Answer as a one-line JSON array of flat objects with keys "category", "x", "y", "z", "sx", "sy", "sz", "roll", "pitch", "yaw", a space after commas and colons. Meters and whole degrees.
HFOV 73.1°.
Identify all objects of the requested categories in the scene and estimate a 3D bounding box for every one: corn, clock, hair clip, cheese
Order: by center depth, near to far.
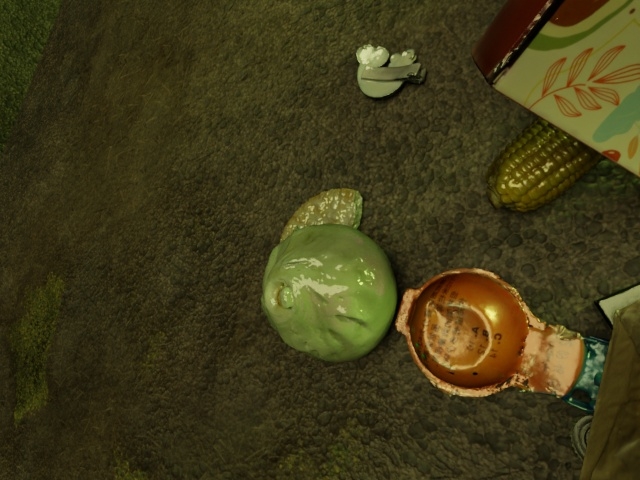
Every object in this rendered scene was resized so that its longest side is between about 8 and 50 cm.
[{"category": "clock", "x": 0.416, "y": 0.302, "z": 0.644, "sx": 0.074, "sy": 0.010, "sz": 0.083, "roll": -16, "pitch": 73, "yaw": 27}, {"category": "corn", "x": 0.415, "y": -0.178, "z": 0.676, "sx": 0.363, "sy": 0.120, "sz": 0.120, "roll": -41, "pitch": 63, "yaw": 16}, {"category": "cheese", "x": 0.276, "y": 0.160, "z": 0.686, "sx": 0.329, "sy": 0.129, "sz": 0.217, "roll": 14, "pitch": 89, "yaw": 31}, {"category": "hair clip", "x": 0.138, "y": -0.357, "z": 0.915, "sx": 0.172, "sy": 0.049, "sz": 0.116, "roll": 17, "pitch": 85, "yaw": 35}]

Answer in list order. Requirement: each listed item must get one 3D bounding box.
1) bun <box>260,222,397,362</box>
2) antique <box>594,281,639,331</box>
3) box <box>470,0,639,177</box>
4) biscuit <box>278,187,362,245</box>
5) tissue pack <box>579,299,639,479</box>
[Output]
[{"category": "bun", "x": -0.003, "y": 0.107, "z": 0.803, "sx": 0.283, "sy": 0.179, "sz": 0.283, "roll": 6, "pitch": 104, "yaw": 26}, {"category": "antique", "x": 0.479, "y": 0.167, "z": 0.593, "sx": 0.080, "sy": 0.081, "sz": 0.221, "roll": -32, "pitch": 67, "yaw": 23}, {"category": "box", "x": 0.435, "y": -0.249, "z": 0.471, "sx": 0.344, "sy": 0.385, "sz": 0.122, "roll": -56, "pitch": 17, "yaw": 36}, {"category": "biscuit", "x": 0.000, "y": 0.000, "z": 0.933, "sx": 0.265, "sy": 0.040, "sz": 0.188, "roll": -45, "pitch": 62, "yaw": 17}, {"category": "tissue pack", "x": 0.486, "y": 0.229, "z": 0.383, "sx": 0.382, "sy": 0.228, "sz": 0.293, "roll": 27, "pitch": 65, "yaw": 11}]
